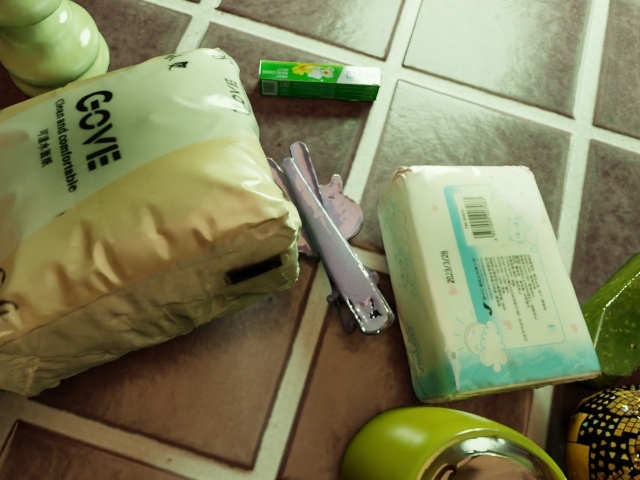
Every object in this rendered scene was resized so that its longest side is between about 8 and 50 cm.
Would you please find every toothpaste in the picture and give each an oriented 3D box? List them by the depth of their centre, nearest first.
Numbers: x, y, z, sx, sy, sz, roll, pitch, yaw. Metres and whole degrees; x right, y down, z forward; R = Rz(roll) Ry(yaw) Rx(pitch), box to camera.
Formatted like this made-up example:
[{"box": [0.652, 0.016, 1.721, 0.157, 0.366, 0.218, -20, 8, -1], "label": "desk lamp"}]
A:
[{"box": [-0.002, -0.235, 0.757, 0.178, 0.043, 0.037, 2, 68, -4], "label": "toothpaste"}]

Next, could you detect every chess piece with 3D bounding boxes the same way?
[{"box": [-0.372, -0.304, 0.638, 0.144, 0.251, 0.145, 2, 71, -5], "label": "chess piece"}]

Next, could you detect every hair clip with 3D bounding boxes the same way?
[{"box": [0.004, 0.007, 0.659, 0.137, 0.090, 0.279, -29, 68, 0], "label": "hair clip"}]

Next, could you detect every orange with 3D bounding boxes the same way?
[{"box": [0.377, 0.246, 0.533, 0.234, 0.234, 0.182, 9, 105, -2], "label": "orange"}]

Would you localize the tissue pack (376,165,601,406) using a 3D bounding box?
[{"box": [0.188, 0.048, 0.622, 0.201, 0.124, 0.271, -2, 69, -19], "label": "tissue pack"}]

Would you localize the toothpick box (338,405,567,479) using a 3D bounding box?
[{"box": [0.116, 0.245, 0.481, 0.174, 0.271, 0.175, 1, 71, -4], "label": "toothpick box"}]

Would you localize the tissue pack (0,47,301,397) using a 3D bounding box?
[{"box": [-0.227, -0.051, 0.601, 0.389, 0.195, 0.376, -25, 58, -9], "label": "tissue pack"}]

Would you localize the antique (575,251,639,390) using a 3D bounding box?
[{"box": [0.393, 0.096, 0.656, 0.220, 0.081, 0.080, -36, 77, -16], "label": "antique"}]
